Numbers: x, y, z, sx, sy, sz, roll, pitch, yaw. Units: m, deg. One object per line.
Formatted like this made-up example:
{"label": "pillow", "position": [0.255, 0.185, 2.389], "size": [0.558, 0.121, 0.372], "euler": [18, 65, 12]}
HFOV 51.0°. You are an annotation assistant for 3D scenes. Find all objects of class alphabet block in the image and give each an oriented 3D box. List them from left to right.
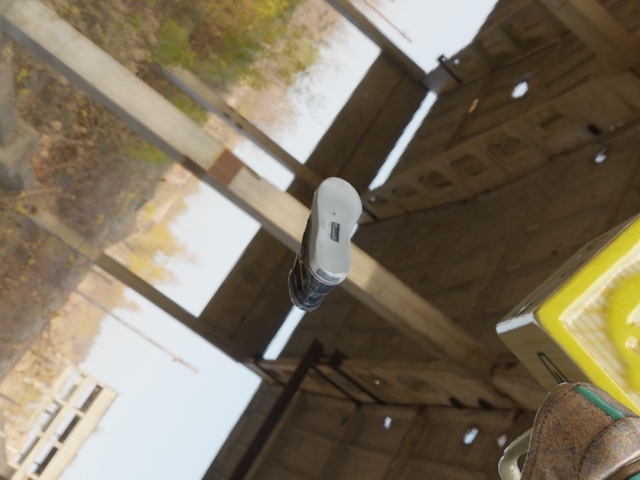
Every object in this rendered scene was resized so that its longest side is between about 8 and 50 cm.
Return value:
{"label": "alphabet block", "position": [0.347, 0.106, 0.769], "size": [0.192, 0.193, 0.197], "euler": [-41, 170, -8]}

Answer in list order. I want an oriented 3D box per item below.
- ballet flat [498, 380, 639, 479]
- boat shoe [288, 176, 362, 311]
{"label": "ballet flat", "position": [0.175, 0.235, 0.540], "size": [0.106, 0.107, 0.316], "euler": [53, -42, 46]}
{"label": "boat shoe", "position": [0.000, 0.000, 0.836], "size": [0.083, 0.065, 0.183], "euler": [-52, -162, 39]}
